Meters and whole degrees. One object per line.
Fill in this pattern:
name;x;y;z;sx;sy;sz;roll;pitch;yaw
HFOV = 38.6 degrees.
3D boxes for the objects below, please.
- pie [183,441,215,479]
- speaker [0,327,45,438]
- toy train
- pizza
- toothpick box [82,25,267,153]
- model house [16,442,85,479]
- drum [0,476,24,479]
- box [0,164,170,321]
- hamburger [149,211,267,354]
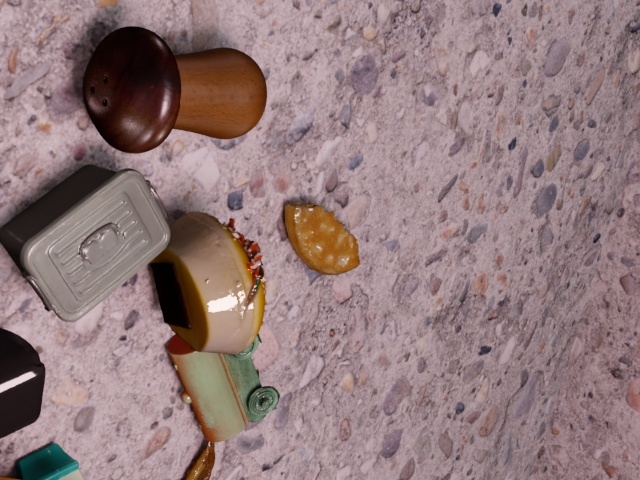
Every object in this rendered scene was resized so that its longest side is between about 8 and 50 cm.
pie;-0.255;0.491;1.848;0.191;0.033;0.088;-63;153;-6
speaker;-0.566;0.207;1.160;0.388;0.184;0.180;-23;158;-30
toy train;-0.191;0.265;1.764;0.177;0.116;0.286;-29;127;-19
pizza;-0.001;-0.002;1.869;0.246;0.058;0.127;28;88;-46
toothpick box;-0.229;-0.235;1.447;0.294;0.192;0.192;-8;113;-49
model house;-0.459;0.429;1.549;0.100;0.149;0.127;-21;165;-36
drum;-0.545;0.534;1.303;0.431;0.214;0.431;-14;141;-11
box;-0.374;-0.009;1.434;0.243;0.135;0.163;-43;131;-23
hamburger;-0.185;0.072;1.546;0.151;0.295;0.227;-15;112;-29
